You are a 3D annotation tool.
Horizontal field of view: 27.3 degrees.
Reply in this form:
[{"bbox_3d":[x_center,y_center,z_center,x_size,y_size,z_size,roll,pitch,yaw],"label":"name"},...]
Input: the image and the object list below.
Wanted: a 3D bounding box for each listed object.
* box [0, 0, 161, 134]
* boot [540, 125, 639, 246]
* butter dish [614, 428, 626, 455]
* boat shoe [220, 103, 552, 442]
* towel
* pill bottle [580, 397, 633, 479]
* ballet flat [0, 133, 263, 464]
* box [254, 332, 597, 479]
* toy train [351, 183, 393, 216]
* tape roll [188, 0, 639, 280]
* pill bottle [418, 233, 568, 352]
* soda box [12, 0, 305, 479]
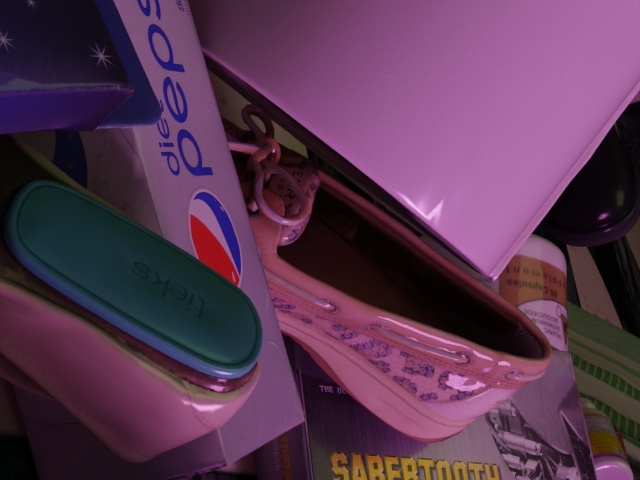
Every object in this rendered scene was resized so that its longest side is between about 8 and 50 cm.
[{"bbox_3d":[-0.149,-0.095,0.423,0.225,0.036,0.136,-11,71,-49],"label":"box"},{"bbox_3d":[0.252,-0.254,1.624,0.367,0.146,0.445,-98,163,-46],"label":"boot"},{"bbox_3d":[0.199,0.255,1.019,0.118,0.160,0.160,43,30,-20],"label":"butter dish"},{"bbox_3d":[0.000,0.000,0.707,0.285,0.089,0.104,36,42,-22],"label":"boat shoe"},{"bbox_3d":[0.274,0.138,1.205,0.248,0.038,0.325,27,19,5],"label":"towel"},{"bbox_3d":[0.201,0.155,0.984,0.083,0.043,0.043,-100,164,-59],"label":"pill bottle"},{"bbox_3d":[-0.132,-0.005,0.469,0.248,0.086,0.086,42,30,-16],"label":"ballet flat"},{"bbox_3d":[0.071,0.147,0.791,0.231,0.056,0.183,12,60,-34],"label":"box"},{"bbox_3d":[0.058,0.022,1.055,0.036,0.027,0.158,-31,103,-66],"label":"toy train"},{"bbox_3d":[0.046,-0.119,0.719,0.246,0.169,0.246,37,1,-1],"label":"tape roll"},{"bbox_3d":[0.118,0.116,0.972,0.131,0.131,0.229,39,49,-58],"label":"pill bottle"},{"bbox_3d":[-0.099,-0.037,0.582,0.098,0.091,0.286,-12,86,-70],"label":"soda box"}]
